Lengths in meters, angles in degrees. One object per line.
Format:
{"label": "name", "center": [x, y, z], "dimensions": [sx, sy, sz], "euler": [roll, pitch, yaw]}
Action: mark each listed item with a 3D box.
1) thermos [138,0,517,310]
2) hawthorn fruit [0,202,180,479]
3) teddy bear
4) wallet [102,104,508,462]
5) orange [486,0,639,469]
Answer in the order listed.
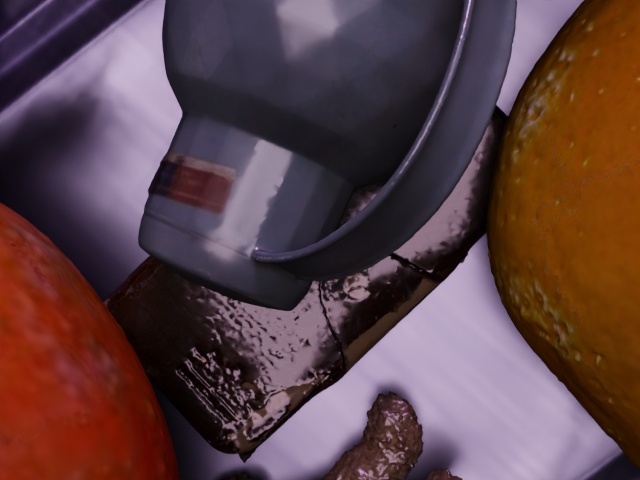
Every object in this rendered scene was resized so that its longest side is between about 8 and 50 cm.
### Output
{"label": "thermos", "center": [0.019, -0.106, 0.428], "dimensions": [0.145, 0.182, 0.286], "euler": [23, 88, -38]}
{"label": "hawthorn fruit", "center": [-0.193, 0.121, 0.429], "dimensions": [0.284, 0.284, 0.284], "euler": [0, 91, 4]}
{"label": "teddy bear", "center": [-0.001, 0.157, 0.501], "dimensions": [0.160, 0.078, 0.119], "euler": [-31, 48, -7]}
{"label": "wallet", "center": [0.000, 0.000, 0.519], "dimensions": [0.232, 0.031, 0.122], "euler": [-44, 85, 2]}
{"label": "orange", "center": [0.240, 0.018, 0.437], "dimensions": [0.262, 0.196, 0.334], "euler": [-43, 103, 16]}
